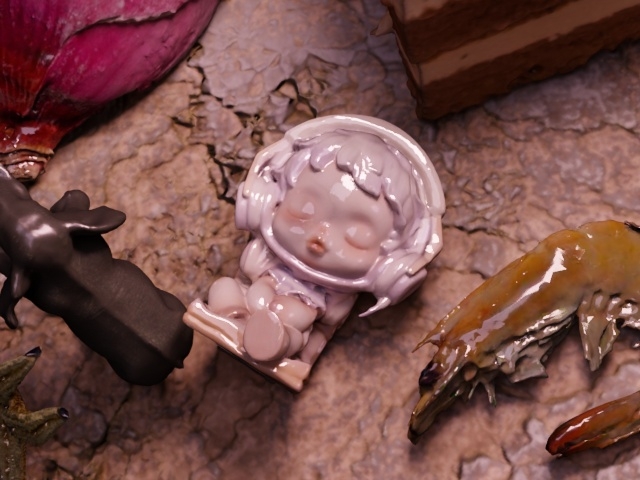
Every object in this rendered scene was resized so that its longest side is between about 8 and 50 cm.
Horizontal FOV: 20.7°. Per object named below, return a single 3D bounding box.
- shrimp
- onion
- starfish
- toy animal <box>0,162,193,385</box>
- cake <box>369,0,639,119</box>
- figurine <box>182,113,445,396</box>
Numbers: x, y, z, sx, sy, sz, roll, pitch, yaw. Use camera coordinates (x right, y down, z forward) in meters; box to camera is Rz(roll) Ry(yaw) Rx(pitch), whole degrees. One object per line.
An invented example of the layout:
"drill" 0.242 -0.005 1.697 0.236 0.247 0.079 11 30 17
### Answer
"shrimp" 0.184 0.090 1.320 0.253 0.058 0.173 -43 75 -9
"onion" -0.220 -0.224 1.457 0.267 0.159 0.348 8 67 14
"starfish" -0.257 0.119 1.337 0.223 0.217 0.050 -19 23 46
"toy animal" -0.183 0.016 1.320 0.114 0.245 0.146 -55 31 5
"cake" 0.140 -0.282 1.351 0.282 0.290 0.255 -22 65 5
"figurine" 0.000 0.000 1.338 0.162 0.141 0.236 35 77 8
